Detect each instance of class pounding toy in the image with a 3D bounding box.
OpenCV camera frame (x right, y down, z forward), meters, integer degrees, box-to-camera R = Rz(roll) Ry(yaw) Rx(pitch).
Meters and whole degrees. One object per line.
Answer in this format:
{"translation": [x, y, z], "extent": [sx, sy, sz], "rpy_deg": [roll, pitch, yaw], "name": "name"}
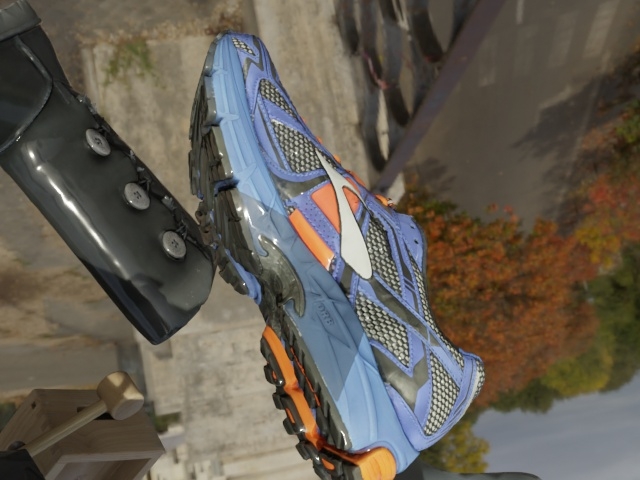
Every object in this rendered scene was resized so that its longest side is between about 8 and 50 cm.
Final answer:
{"translation": [-0.248, 0.186, 0.767], "extent": [0.206, 0.094, 0.181], "rpy_deg": [-50, 146, 18], "name": "pounding toy"}

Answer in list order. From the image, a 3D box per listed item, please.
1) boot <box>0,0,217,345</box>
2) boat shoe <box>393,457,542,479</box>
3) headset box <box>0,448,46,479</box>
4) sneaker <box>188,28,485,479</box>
{"translation": [-0.323, -0.040, 0.956], "extent": [0.146, 0.445, 0.367], "rpy_deg": [-19, -155, 29], "name": "boot"}
{"translation": [0.164, 0.334, 0.954], "extent": [0.306, 0.105, 0.113], "rpy_deg": [-16, -149, 42], "name": "boat shoe"}
{"translation": [-0.227, 0.299, 0.464], "extent": [0.131, 0.246, 0.283], "rpy_deg": [12, 111, -51], "name": "headset box"}
{"translation": [0.000, 0.000, 0.364], "extent": [0.087, 0.221, 0.083], "rpy_deg": [-18, 167, -24], "name": "sneaker"}
